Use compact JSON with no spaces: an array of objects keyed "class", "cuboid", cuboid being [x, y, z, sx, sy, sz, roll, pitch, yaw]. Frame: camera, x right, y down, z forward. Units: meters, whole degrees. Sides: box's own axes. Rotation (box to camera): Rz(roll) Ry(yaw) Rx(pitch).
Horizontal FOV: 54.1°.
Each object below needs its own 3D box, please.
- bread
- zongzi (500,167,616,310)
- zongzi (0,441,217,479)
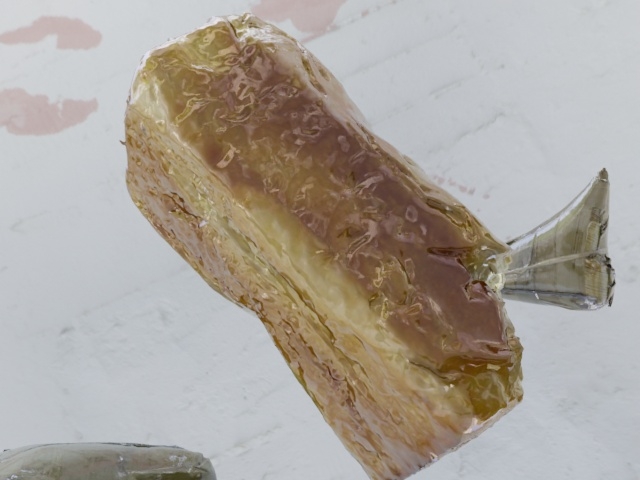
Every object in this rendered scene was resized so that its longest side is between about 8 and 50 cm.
[{"class":"bread","cuboid":[0.003,-0.001,0.452,0.148,0.195,0.344,-34,-106,-32]},{"class":"zongzi","cuboid":[0.326,-0.003,0.904,0.194,0.099,0.198,2,-83,38]},{"class":"zongzi","cuboid":[-0.295,0.364,0.848,0.355,0.393,0.174,4,-108,-20]}]
